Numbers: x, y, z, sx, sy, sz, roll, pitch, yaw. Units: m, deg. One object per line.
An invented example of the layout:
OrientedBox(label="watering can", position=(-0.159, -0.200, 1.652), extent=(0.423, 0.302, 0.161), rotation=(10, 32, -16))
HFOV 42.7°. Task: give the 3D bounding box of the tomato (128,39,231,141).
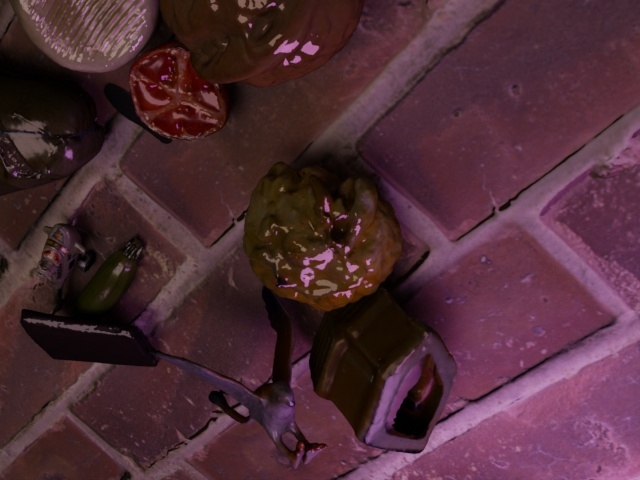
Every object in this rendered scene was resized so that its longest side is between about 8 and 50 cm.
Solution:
OrientedBox(label="tomato", position=(-0.200, -0.223, 1.196), extent=(0.155, 0.069, 0.156), rotation=(8, 127, 10))

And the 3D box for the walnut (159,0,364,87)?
OrientedBox(label="walnut", position=(-0.075, -0.294, 1.000), extent=(0.257, 0.257, 0.224), rotation=(-27, 140, 36))

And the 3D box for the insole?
OrientedBox(label="insole", position=(-0.288, -0.200, 1.299), extent=(0.135, 0.002, 0.045), rotation=(37, 131, -2))

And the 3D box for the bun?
OrientedBox(label="bun", position=(-0.326, -0.349, 1.143), extent=(0.222, 0.127, 0.222), rotation=(-4, 116, -8))

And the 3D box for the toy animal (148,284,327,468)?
OrientedBox(label="toy animal", position=(-0.113, 0.280, 1.375), extent=(0.302, 0.225, 0.284), rotation=(45, 151, 33))

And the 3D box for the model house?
OrientedBox(label="model house", position=(0.084, 0.181, 1.299), extent=(0.239, 0.173, 0.268), rotation=(44, 124, 41))

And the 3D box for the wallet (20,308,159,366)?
OrientedBox(label="wallet", position=(-0.431, 0.189, 1.550), extent=(0.229, 0.049, 0.182), rotation=(6, 150, 9))

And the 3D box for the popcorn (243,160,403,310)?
OrientedBox(label="popcorn", position=(0.000, 0.000, 1.177), extent=(0.233, 0.192, 0.266), rotation=(25, 146, 0))

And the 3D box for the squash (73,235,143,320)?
OrientedBox(label="squash", position=(-0.390, 0.085, 1.499), extent=(0.066, 0.066, 0.252), rotation=(41, 130, -5))

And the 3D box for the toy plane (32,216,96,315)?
OrientedBox(label="toy plane", position=(-0.484, 0.064, 1.514), extent=(0.092, 0.108, 0.286), rotation=(29, 142, 3))

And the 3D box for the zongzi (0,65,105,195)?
OrientedBox(label="zongzi", position=(-0.544, -0.255, 1.284), extent=(0.356, 0.174, 0.393), rotation=(-9, 111, 24))
